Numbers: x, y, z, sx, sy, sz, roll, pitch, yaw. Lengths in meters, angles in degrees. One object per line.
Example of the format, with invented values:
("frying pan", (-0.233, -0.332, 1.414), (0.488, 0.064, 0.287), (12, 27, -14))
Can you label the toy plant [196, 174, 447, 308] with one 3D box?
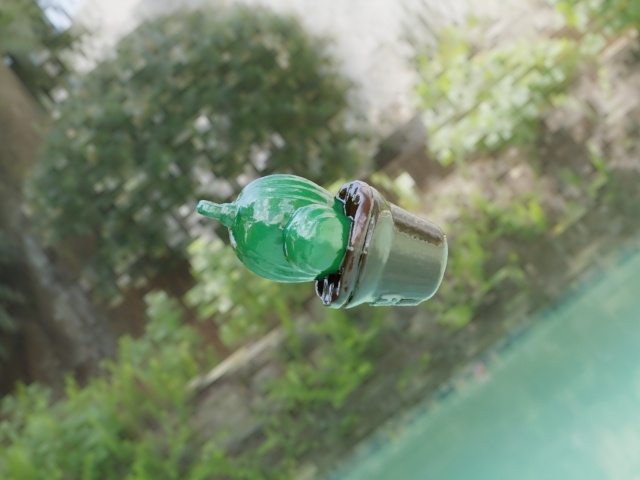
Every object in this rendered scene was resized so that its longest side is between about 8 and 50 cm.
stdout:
("toy plant", (0.000, 0.000, 1.534), (0.143, 0.200, 0.105), (-144, 66, -74))
